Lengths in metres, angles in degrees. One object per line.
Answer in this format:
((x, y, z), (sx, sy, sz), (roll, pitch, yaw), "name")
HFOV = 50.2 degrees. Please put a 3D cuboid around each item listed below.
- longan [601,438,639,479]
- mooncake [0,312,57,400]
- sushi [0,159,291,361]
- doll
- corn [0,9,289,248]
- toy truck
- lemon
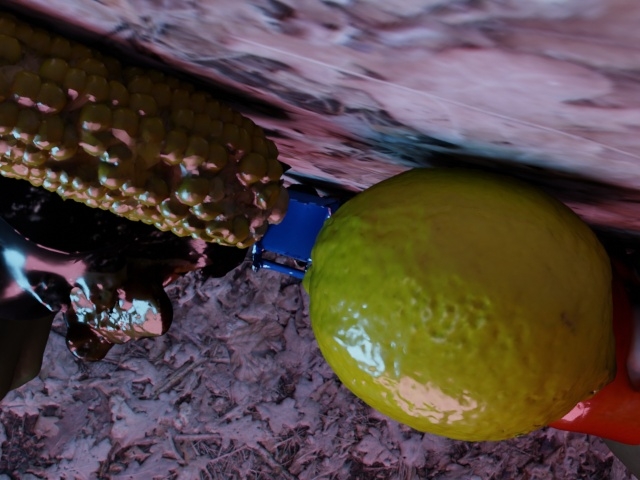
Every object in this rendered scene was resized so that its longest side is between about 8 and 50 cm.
((0.414, 0.175, 0.772), (0.249, 0.248, 0.248), (15, 179, 0), "longan")
((-0.371, 0.001, 0.711), (0.188, 0.351, 0.351), (20, 180, 20), "mooncake")
((-0.190, -0.015, 0.569), (0.216, 0.212, 0.227), (18, 180, -34), "sushi")
((0.239, 0.083, 0.597), (0.364, 0.160, 0.182), (12, -137, -14), "doll")
((-0.153, -0.072, 0.388), (0.320, 0.096, 0.097), (18, 177, -32), "corn")
((0.000, 0.000, 0.832), (0.113, 0.126, 0.208), (15, 178, 31), "toy truck")
((0.088, 0.038, 0.445), (0.193, 0.180, 0.181), (18, -179, 40), "lemon")
